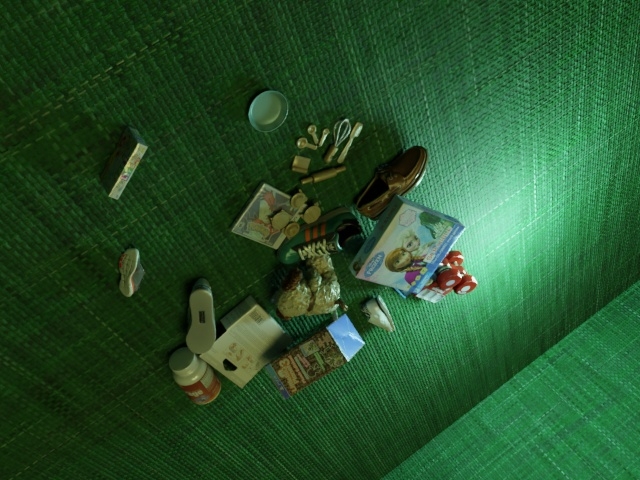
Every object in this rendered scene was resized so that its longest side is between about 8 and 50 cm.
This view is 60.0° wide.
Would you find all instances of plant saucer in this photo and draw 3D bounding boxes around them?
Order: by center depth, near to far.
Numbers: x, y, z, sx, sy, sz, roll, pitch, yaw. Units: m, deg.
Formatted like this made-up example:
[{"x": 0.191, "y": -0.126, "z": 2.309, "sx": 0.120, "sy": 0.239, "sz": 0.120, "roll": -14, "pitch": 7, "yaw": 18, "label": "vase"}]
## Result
[{"x": -0.147, "y": -0.359, "z": 1.528, "sx": 0.119, "sy": 0.021, "sz": 0.119, "roll": -20, "pitch": 132, "yaw": -23, "label": "plant saucer"}]

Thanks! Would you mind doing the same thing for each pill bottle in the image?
[{"x": -0.434, "y": 0.463, "z": 1.904, "sx": 0.121, "sy": 0.121, "sz": 0.216, "roll": -31, "pitch": 136, "yaw": -11, "label": "pill bottle"}]

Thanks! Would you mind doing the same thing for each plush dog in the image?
[{"x": -0.049, "y": 0.193, "z": 1.903, "sx": 0.225, "sy": 0.210, "sz": 0.262, "roll": -8, "pitch": 128, "yaw": -30, "label": "plush dog"}]

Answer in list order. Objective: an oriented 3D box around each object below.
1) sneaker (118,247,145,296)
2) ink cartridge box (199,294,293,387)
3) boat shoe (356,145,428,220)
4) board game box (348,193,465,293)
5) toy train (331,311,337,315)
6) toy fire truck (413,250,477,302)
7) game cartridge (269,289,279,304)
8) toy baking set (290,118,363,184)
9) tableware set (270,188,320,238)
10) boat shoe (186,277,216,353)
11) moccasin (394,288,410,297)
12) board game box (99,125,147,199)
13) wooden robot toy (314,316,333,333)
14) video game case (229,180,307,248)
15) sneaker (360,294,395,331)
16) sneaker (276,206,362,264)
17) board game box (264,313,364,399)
[{"x": -0.536, "y": 0.084, "z": 1.590, "sx": 0.065, "sy": 0.061, "sz": 0.158, "roll": -28, "pitch": 144, "yaw": -55, "label": "sneaker"}, {"x": -0.268, "y": 0.366, "z": 1.978, "sx": 0.261, "sy": 0.066, "sz": 0.296, "roll": -41, "pitch": 137, "yaw": -7, "label": "ink cartridge box"}, {"x": 0.242, "y": -0.199, "z": 1.872, "sx": 0.104, "sy": 0.111, "sz": 0.307, "roll": 24, "pitch": 107, "yaw": -46, "label": "boat shoe"}, {"x": 0.309, "y": 0.024, "z": 1.968, "sx": 0.318, "sy": 0.066, "sz": 0.318, "roll": 16, "pitch": 115, "yaw": -33, "label": "board game box"}, {"x": 0.043, "y": 0.274, "z": 2.175, "sx": 0.023, "sy": 0.017, "sz": 0.083, "roll": -48, "pitch": 138, "yaw": -8, "label": "toy train"}, {"x": 0.481, "y": 0.163, "z": 2.314, "sx": 0.302, "sy": 0.169, "sz": 0.254, "roll": 20, "pitch": 129, "yaw": -43, "label": "toy fire truck"}, {"x": -0.140, "y": 0.209, "z": 1.992, "sx": 0.083, "sy": 0.017, "sz": 0.056, "roll": 20, "pitch": 113, "yaw": -44, "label": "game cartridge"}, {"x": 0.025, "y": -0.275, "z": 1.712, "sx": 0.256, "sy": 0.030, "sz": 0.196, "roll": -17, "pitch": 131, "yaw": -24, "label": "toy baking set"}, {"x": -0.079, "y": -0.077, "z": 1.771, "sx": 0.169, "sy": 0.020, "sz": 0.141, "roll": -42, "pitch": 139, "yaw": -3, "label": "tableware set"}, {"x": -0.387, "y": 0.244, "z": 1.790, "sx": 0.096, "sy": 0.088, "sz": 0.267, "roll": -1, "pitch": 121, "yaw": -7, "label": "boat shoe"}, {"x": 0.286, "y": 0.111, "z": 2.135, "sx": 0.117, "sy": 0.138, "sz": 0.342, "roll": -46, "pitch": 138, "yaw": -2, "label": "moccasin"}, {"x": -0.485, "y": -0.191, "z": 1.358, "sx": 0.026, "sy": 0.103, "sz": 0.154, "roll": 21, "pitch": 109, "yaw": -44, "label": "board game box"}, {"x": 0.044, "y": 0.344, "z": 2.215, "sx": 0.173, "sy": 0.076, "sz": 0.079, "roll": -3, "pitch": 89, "yaw": -34, "label": "wooden robot toy"}, {"x": -0.160, "y": -0.074, "z": 1.745, "sx": 0.201, "sy": 0.023, "sz": 0.183, "roll": 24, "pitch": 107, "yaw": -44, "label": "video game case"}, {"x": 0.243, "y": 0.317, "z": 2.318, "sx": 0.095, "sy": 0.090, "sz": 0.235, "roll": -28, "pitch": 133, "yaw": 4, "label": "sneaker"}, {"x": 0.000, "y": 0.000, "z": 1.848, "sx": 0.302, "sy": 0.121, "sz": 0.108, "roll": -32, "pitch": 136, "yaw": -10, "label": "sneaker"}, {"x": -0.016, "y": 0.420, "z": 2.031, "sx": 0.291, "sy": 0.141, "sz": 0.232, "roll": -35, "pitch": 173, "yaw": 18, "label": "board game box"}]
